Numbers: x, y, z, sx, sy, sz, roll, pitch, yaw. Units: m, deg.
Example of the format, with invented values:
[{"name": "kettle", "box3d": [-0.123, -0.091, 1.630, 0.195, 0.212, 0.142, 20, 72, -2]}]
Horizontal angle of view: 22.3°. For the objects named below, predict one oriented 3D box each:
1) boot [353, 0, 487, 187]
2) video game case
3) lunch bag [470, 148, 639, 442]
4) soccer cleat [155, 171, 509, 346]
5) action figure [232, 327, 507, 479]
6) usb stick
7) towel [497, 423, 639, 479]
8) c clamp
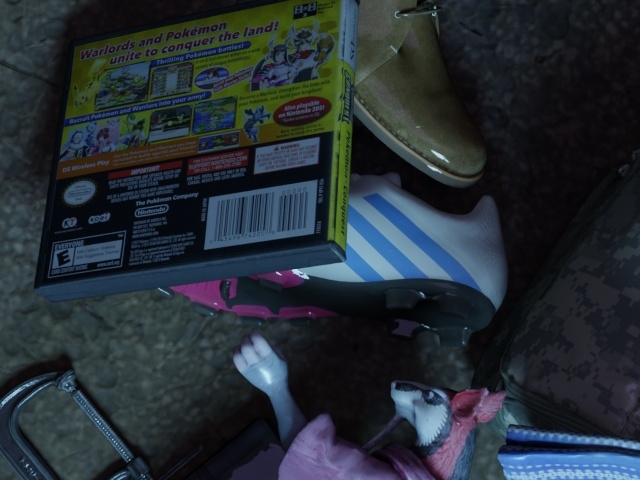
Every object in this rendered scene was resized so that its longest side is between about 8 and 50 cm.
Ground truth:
[{"name": "boot", "box3d": [0.064, -0.187, 1.407, 0.115, 0.112, 0.305, -37, 83, 32]}, {"name": "video game case", "box3d": [-0.102, -0.081, 1.360, 0.275, 0.035, 0.248, -8, 62, 23]}, {"name": "lunch bag", "box3d": [0.287, 0.069, 1.308, 0.212, 0.256, 0.305, 36, 83, -5]}, {"name": "soccer cleat", "box3d": [0.000, 0.000, 1.415, 0.331, 0.116, 0.143, 10, 59, 5]}, {"name": "action figure", "box3d": [0.014, 0.248, 1.273, 0.248, 0.276, 0.370, 26, 117, -33]}, {"name": "usb stick", "box3d": [-0.128, 0.261, 1.403, 0.278, 0.045, 0.077, -39, 86, -4]}, {"name": "towel", "box3d": [0.270, 0.247, 1.203, 0.243, 0.336, 0.040, 5, 55, 21]}, {"name": "c clamp", "box3d": [-0.205, 0.175, 1.429, 0.160, 0.022, 0.137, 44, 90, 3]}]
